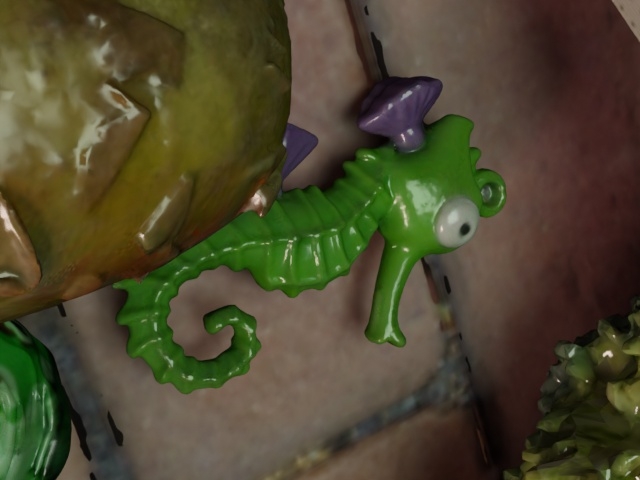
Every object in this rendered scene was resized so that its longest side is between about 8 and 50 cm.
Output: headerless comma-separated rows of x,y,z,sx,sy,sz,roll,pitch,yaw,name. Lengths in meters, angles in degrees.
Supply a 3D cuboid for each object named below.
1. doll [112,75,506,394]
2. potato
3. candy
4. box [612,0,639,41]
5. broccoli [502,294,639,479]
0.000,0.000,0.525,0.190,0.050,0.115,-19,100,-24,doll
-0.144,-0.056,0.375,0.298,0.141,0.176,-5,69,-31,potato
-0.155,0.174,0.456,0.097,0.097,0.323,1,105,-30,candy
0.220,-0.139,0.509,0.210,0.095,0.330,-23,73,-25,box
0.226,0.158,0.492,0.275,0.397,0.353,35,120,-27,broccoli
